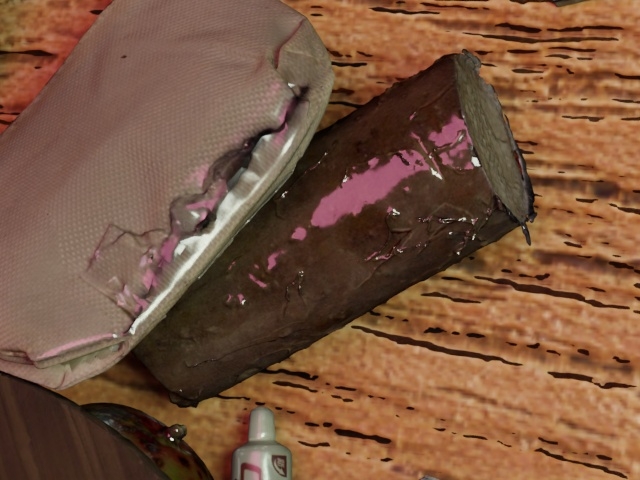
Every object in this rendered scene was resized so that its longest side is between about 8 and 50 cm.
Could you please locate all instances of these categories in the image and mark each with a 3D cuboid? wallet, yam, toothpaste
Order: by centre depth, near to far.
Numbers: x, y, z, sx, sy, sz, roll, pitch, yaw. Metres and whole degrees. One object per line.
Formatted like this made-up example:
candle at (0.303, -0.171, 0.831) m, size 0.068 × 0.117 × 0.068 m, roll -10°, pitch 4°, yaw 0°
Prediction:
yam at (-0.001, -0.001, 1.139) m, size 0.280 × 0.131 × 0.131 m, roll -30°, pitch 67°, yaw 13°
wallet at (-0.131, -0.048, 1.142) m, size 0.335 × 0.068 × 0.275 m, roll -49°, pitch 37°, yaw -13°
toothpaste at (-0.039, 0.221, 1.144) m, size 0.060 × 0.038 × 0.233 m, roll -5°, pitch 77°, yaw 24°

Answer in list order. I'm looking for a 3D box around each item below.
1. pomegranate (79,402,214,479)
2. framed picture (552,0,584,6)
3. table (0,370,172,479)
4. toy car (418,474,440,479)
pomegranate at (-0.141, 0.183, 1.153) m, size 0.169 × 0.148 × 0.148 m, roll -47°, pitch 61°, yaw 35°
framed picture at (0.258, -0.260, 1.156) m, size 0.250 × 0.016 × 0.184 m, roll -12°, pitch 72°, yaw 20°
table at (-0.241, 0.218, 0.985) m, size 0.317 × 0.249 × 0.317 m, roll 3°, pitch 95°, yaw 37°
toy car at (0.108, 0.204, 1.075) m, size 0.205 × 0.056 × 0.095 m, roll 14°, pitch 82°, yaw 29°
